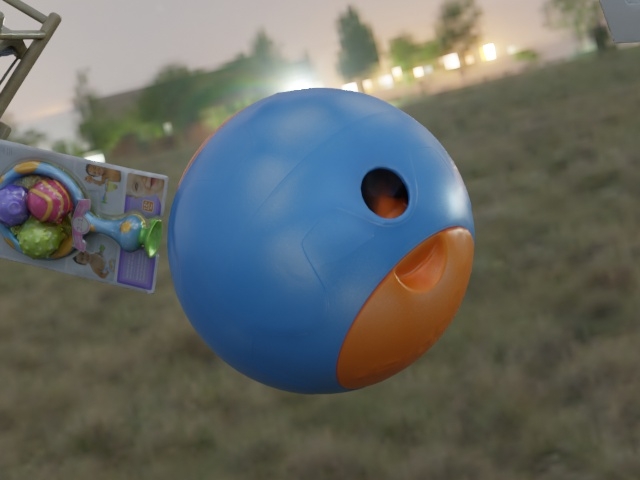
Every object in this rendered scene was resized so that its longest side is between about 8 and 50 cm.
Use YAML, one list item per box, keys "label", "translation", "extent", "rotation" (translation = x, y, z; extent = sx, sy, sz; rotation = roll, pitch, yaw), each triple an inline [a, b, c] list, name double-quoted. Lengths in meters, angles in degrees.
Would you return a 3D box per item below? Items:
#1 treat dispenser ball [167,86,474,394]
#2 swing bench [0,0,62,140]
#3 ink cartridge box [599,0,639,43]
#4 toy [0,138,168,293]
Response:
- label: "treat dispenser ball"
  translation: [0.000, 0.000, 1.590]
  extent: [0.288, 0.288, 0.288]
  rotation: [-13, 4, 1]
- label: "swing bench"
  translation: [-0.528, -0.245, 2.266]
  extent: [0.253, 0.255, 0.165]
  rotation: [31, 16, 15]
- label: "ink cartridge box"
  translation: [0.508, -0.352, 2.305]
  extent: [0.218, 0.092, 0.158]
  rotation: [-31, 20, -28]
- label: "toy"
  translation: [-0.288, -0.024, 1.826]
  extent: [0.237, 0.137, 0.056]
  rotation: [11, 19, 8]
